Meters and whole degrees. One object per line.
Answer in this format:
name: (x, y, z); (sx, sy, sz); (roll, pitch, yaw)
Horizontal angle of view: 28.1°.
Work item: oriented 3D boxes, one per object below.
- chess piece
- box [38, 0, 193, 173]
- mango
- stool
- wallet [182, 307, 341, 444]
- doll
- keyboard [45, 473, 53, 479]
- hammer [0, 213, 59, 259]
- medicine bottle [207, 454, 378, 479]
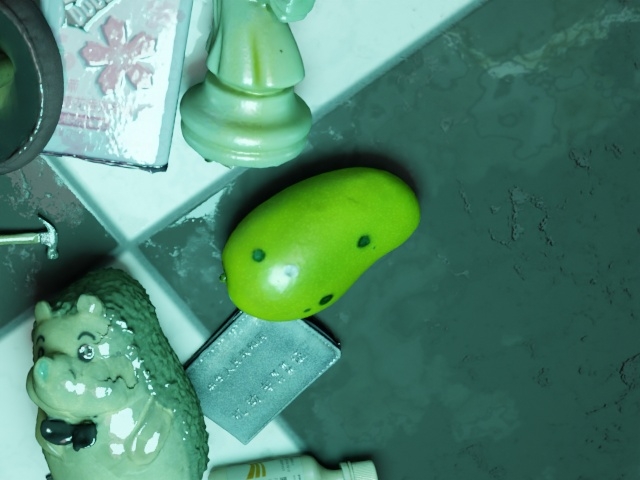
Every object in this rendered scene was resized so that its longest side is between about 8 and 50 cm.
chess piece: (-0.081, -0.253, 1.573); (0.176, 0.176, 0.298); (1, 120, -10)
box: (-0.254, -0.273, 1.584); (0.190, 0.112, 0.369); (10, 113, -8)
mango: (0.000, 0.000, 1.738); (0.293, 0.143, 0.175); (-29, 117, -7)
stool: (-0.457, -0.186, 1.501); (0.272, 0.178, 0.272); (7, 111, 19)
wallet: (-0.094, 0.183, 1.857); (0.167, 0.036, 0.222); (40, 102, -23)
doll: (-0.284, 0.216, 1.732); (0.247, 0.247, 0.349); (-9, 107, -6)
keyboard: (-0.357, 0.402, 1.925); (0.053, 0.010, 0.155); (-24, 116, 0)
hammer: (-0.443, -0.002, 1.713); (0.182, 0.017, 0.062); (-3, 112, -17)
medicine bottle: (-0.039, 0.381, 1.913); (0.252, 0.114, 0.114); (-8, 115, -6)
